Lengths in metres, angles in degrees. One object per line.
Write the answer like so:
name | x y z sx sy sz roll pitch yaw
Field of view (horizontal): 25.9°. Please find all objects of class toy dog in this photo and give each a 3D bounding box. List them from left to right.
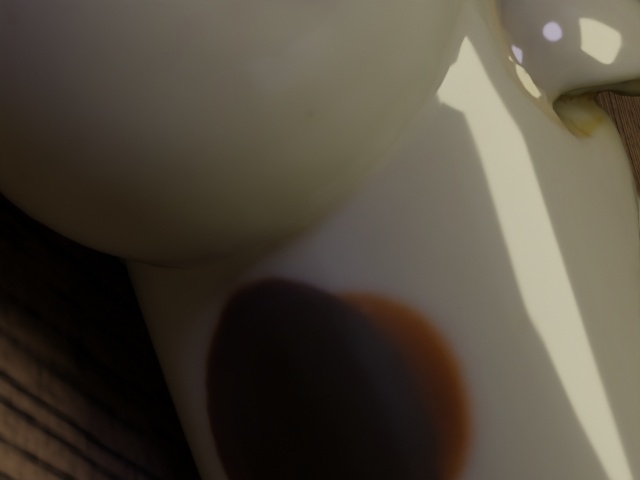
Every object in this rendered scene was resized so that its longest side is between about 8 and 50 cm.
toy dog | 0.000 0.000 0.559 0.408 0.284 0.395 56 43 -21
